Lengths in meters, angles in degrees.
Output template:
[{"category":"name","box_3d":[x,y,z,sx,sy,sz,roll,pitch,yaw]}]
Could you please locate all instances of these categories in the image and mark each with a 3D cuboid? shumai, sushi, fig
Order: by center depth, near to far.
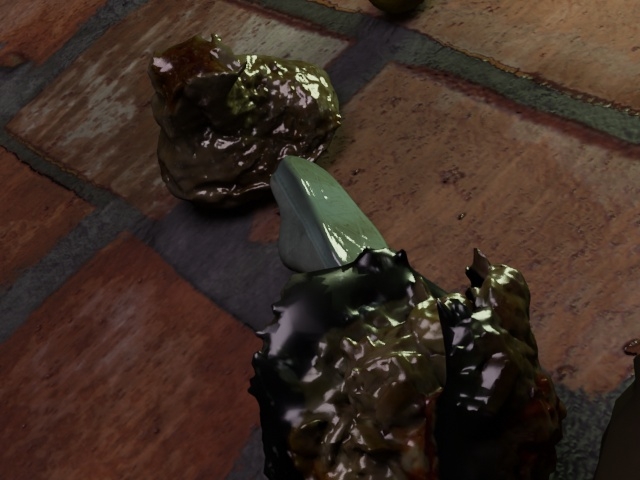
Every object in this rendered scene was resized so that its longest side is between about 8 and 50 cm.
[{"category":"sushi","box_3d":[0.081,0.120,0.965,0.219,0.238,0.225,-3,37,40]},{"category":"shumai","box_3d":[-0.092,-0.142,1.379,0.206,0.175,0.166,-31,39,-1]},{"category":"fig","box_3d":[0.081,-0.288,1.498,0.084,0.082,0.098,-71,14,-14]}]

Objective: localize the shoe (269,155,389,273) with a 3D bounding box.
[{"category":"shoe","box_3d":[0.000,0.000,1.268,0.078,0.079,0.195,-58,40,28]}]

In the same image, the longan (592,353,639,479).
[{"category":"longan","box_3d":[0.299,0.168,0.588,0.404,0.436,0.404,-1,64,2]}]
